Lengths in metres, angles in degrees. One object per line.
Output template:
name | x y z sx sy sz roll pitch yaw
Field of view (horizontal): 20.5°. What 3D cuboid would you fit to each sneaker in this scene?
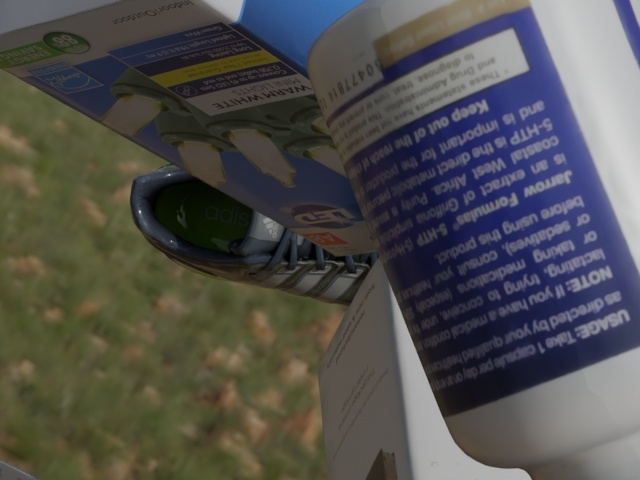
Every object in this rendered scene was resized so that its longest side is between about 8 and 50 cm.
sneaker | 0.000 0.000 1.228 0.300 0.111 0.121 5 0 20

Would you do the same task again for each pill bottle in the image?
pill bottle | 0.078 0.008 0.534 0.112 0.112 0.187 5 63 -78

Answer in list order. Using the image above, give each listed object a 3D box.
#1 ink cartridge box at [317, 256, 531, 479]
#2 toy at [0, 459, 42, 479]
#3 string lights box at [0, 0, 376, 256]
ink cartridge box | 0.093 0.124 0.701 0.160 0.092 0.219 10 46 -17
toy | -0.215 0.071 0.755 0.237 0.137 0.056 25 50 0
string lights box | -0.017 -0.077 0.801 0.133 0.077 0.259 -8 -26 39
